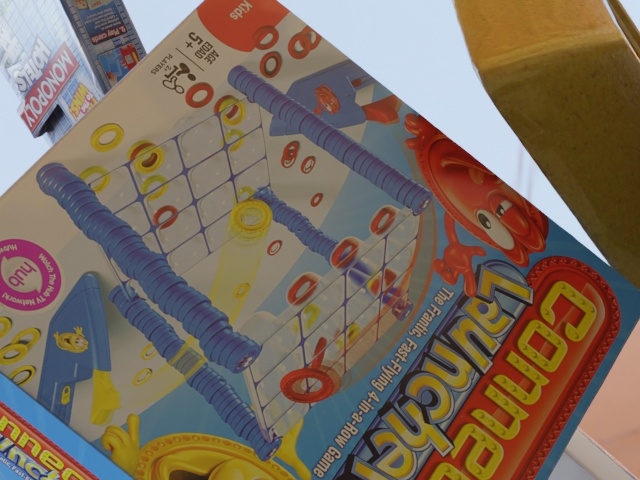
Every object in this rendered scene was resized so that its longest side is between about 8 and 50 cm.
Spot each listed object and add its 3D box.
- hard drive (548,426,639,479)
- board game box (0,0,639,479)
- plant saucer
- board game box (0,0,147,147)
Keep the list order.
[{"bbox_3d":[0.107,0.243,1.524,0.210,0.319,0.040,41,-143,-15],"label":"hard drive"},{"bbox_3d":[-0.018,0.049,0.904,0.302,0.086,0.308,38,-130,0],"label":"board game box"},{"bbox_3d":[0.200,-0.075,1.143,0.081,0.333,0.333,-33,-63,15],"label":"plant saucer"},{"bbox_3d":[-0.207,-0.140,1.454,0.060,0.194,0.194,-27,-99,-37],"label":"board game box"}]
